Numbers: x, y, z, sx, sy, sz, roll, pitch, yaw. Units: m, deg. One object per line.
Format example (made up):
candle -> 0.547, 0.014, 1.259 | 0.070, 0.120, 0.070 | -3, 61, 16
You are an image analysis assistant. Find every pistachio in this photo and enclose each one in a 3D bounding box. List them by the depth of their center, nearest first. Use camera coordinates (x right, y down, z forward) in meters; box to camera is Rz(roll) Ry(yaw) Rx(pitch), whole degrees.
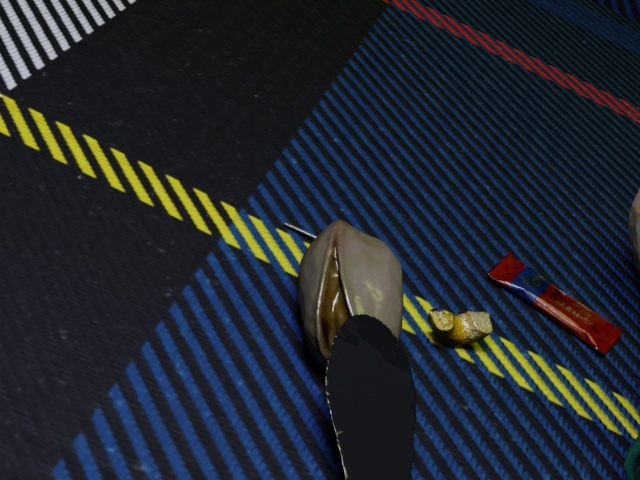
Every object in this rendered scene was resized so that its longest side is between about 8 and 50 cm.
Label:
pistachio -> 0.034, 0.064, 1.337 | 0.129, 0.131, 0.206 | -18, 36, 13

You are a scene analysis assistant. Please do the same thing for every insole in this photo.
insole -> 0.059, 0.213, 1.164 | 0.109, 0.007, 0.322 | 10, 52, -21

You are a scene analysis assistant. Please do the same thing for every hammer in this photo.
hammer -> 0.000, 0.000, 1.516 | 0.110, 0.019, 0.035 | 23, 31, 8

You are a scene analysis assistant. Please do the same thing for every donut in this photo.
donut -> 0.177, 0.108, 1.432 | 0.083, 0.067, 0.038 | 38, 31, -52

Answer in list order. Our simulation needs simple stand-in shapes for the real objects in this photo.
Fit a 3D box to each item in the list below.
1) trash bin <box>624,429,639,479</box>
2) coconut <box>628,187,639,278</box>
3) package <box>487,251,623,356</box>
trash bin -> 0.546, 0.167, 1.399 | 0.259, 0.295, 0.381 | 26, 26, 1
coconut -> 0.601, 0.000, 1.683 | 0.297, 0.254, 0.297 | 41, 12, -10
package -> 0.335, 0.089, 1.603 | 0.200, 0.022, 0.083 | 36, 34, 15
